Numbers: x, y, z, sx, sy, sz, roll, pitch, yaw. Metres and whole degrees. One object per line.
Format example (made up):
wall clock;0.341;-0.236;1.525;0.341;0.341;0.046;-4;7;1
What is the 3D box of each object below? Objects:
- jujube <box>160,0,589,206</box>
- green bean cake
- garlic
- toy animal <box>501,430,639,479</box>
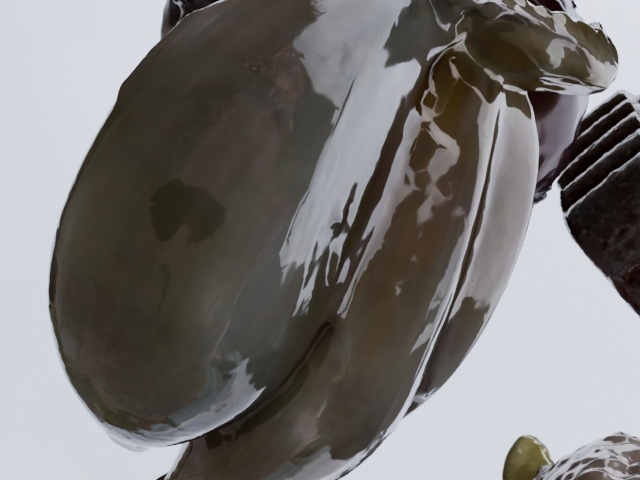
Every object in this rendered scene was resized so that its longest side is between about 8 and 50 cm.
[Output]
jujube;0.023;-0.120;1.053;0.376;0.258;0.258;-140;-150;-68
green bean cake;0.264;-0.006;1.132;0.097;0.233;0.198;-40;-81;18
garlic;-0.001;0.000;0.741;0.132;0.279;0.325;32;-87;41
toy animal;0.171;0.240;0.805;0.188;0.226;0.358;4;-50;16
